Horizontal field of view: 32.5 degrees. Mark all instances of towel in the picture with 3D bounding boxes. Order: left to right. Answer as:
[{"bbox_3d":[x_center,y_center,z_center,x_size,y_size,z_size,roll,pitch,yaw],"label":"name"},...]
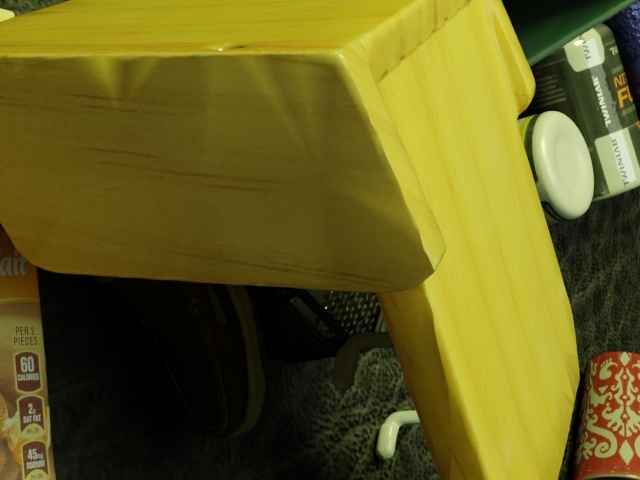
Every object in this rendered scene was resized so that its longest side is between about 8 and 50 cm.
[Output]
[{"bbox_3d":[0.389,-0.253,1.411,0.227,0.076,0.308,-114,180,-75],"label":"towel"}]

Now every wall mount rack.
[{"bbox_3d":[0.072,0.248,0.849,0.350,0.130,0.304,64,26,-61],"label":"wall mount rack"}]

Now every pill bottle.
[{"bbox_3d":[0.159,-0.054,1.056,0.103,0.184,0.103,20,64,-48],"label":"pill bottle"},{"bbox_3d":[0.304,-0.174,1.322,0.130,0.130,0.245,-29,103,-51],"label":"pill bottle"}]

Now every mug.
[{"bbox_3d":[0.345,0.234,1.295,0.113,0.150,0.169,18,54,-7],"label":"mug"}]

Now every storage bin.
[{"bbox_3d":[0.000,0.000,0.922,0.122,0.084,0.180,48,47,-33],"label":"storage bin"}]

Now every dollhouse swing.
[{"bbox_3d":[-0.005,-0.005,0.698,0.347,0.315,0.305,-51,139,-62],"label":"dollhouse swing"}]

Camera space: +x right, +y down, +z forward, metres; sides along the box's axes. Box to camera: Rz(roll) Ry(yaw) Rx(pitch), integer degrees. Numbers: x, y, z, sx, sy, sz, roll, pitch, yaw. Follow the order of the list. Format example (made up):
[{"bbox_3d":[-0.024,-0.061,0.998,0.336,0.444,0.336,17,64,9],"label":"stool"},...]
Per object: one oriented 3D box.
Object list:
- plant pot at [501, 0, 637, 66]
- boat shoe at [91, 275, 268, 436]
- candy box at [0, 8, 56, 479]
[{"bbox_3d":[0.159,-0.347,1.115,0.247,0.248,0.252,30,39,-44],"label":"plant pot"},{"bbox_3d":[-0.119,0.021,0.772,0.095,0.095,0.257,-14,82,-42],"label":"boat shoe"},{"bbox_3d":[-0.250,0.018,0.595,0.183,0.087,0.316,4,77,-53],"label":"candy box"}]
